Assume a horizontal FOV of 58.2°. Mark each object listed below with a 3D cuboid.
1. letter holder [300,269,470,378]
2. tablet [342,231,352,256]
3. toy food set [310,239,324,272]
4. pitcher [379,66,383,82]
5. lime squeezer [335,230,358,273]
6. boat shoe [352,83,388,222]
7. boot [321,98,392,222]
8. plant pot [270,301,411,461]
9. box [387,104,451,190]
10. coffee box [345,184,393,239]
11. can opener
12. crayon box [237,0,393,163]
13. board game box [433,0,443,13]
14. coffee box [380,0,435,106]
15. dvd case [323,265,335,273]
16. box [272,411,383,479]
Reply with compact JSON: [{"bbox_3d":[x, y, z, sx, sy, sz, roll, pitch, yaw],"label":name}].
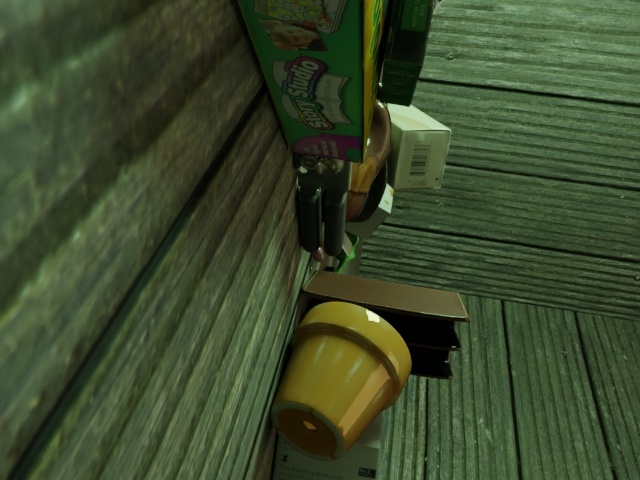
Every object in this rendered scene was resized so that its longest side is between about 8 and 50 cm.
[{"bbox_3d":[0.114,0.168,1.092,0.214,0.301,0.152,-39,138,-81],"label":"letter holder"},{"bbox_3d":[0.070,0.002,1.658,0.083,0.006,0.054,57,35,-35],"label":"tablet"},{"bbox_3d":[0.000,0.000,1.128,0.078,0.019,0.122,-47,145,-79],"label":"toy food set"},{"bbox_3d":[0.063,-0.339,0.850,0.207,0.125,0.178,55,22,-79],"label":"pitcher"},{"bbox_3d":[0.080,0.009,1.716,0.110,0.058,0.311,90,11,-56],"label":"lime squeezer"},{"bbox_3d":[0.096,-0.203,1.282,0.120,0.122,0.324,-74,172,-69],"label":"boat shoe"},{"bbox_3d":[0.052,-0.160,1.072,0.264,0.096,0.280,-66,168,6],"label":"boot"},{"bbox_3d":[0.020,0.236,0.923,0.188,0.205,0.205,-52,154,-46],"label":"plant pot"},{"bbox_3d":[0.177,-0.245,1.380,0.311,0.121,0.148,-124,-146,-58],"label":"box"},{"bbox_3d":[0.140,-0.144,1.658,0.141,0.098,0.247,-49,-160,46],"label":"coffee box"},{"bbox_3d":[0.009,-0.081,0.842,0.283,0.075,0.095,90,11,-61],"label":"can opener"},{"bbox_3d":[0.024,-0.283,0.551,0.363,0.106,0.313,67,32,-78],"label":"crayon box"},{"bbox_3d":[0.180,-0.460,1.101,0.305,0.053,0.193,-54,-162,4],"label":"board game box"},{"bbox_3d":[0.093,-0.217,0.614,0.184,0.040,0.113,0,100,-85],"label":"coffee box"},{"bbox_3d":[-0.001,0.200,1.352,0.179,0.029,0.239,-61,158,-73],"label":"dvd case"},{"bbox_3d":[0.018,0.379,1.064,0.182,0.180,0.119,-43,141,-79],"label":"box"}]
